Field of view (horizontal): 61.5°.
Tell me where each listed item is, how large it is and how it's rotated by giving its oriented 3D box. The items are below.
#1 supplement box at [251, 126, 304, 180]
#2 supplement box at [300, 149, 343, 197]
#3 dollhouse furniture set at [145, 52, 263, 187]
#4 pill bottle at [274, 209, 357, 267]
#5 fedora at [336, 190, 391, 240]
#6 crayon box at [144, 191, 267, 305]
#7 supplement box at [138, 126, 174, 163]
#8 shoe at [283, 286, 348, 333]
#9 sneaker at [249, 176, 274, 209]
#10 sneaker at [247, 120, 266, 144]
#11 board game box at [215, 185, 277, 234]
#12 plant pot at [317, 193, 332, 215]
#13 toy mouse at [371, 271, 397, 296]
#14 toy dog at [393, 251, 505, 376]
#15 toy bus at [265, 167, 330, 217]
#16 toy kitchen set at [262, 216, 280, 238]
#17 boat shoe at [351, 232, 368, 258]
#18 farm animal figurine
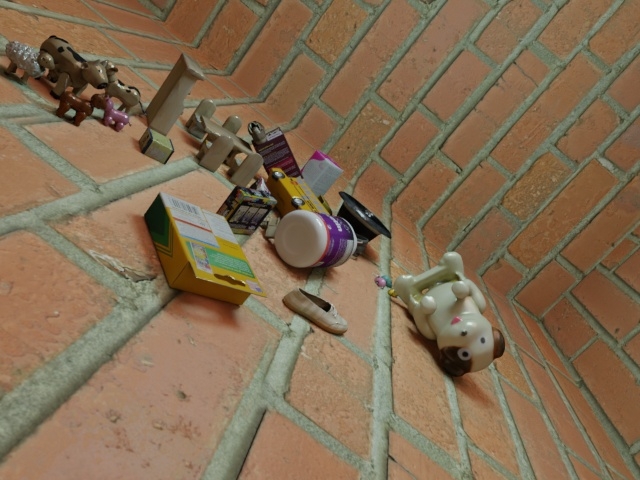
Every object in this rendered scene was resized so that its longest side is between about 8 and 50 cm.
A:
[{"bbox_3d":[-0.170,-0.321,2.173,0.239,0.130,0.073,66,-3,-39],"label":"supplement box"},{"bbox_3d":[-0.024,-0.267,2.354,0.114,0.220,0.111,18,27,-50],"label":"supplement box"},{"bbox_3d":[-0.395,-0.451,1.979,0.394,0.256,0.362,27,21,-35],"label":"dollhouse furniture set"},{"bbox_3d":[0.000,0.000,1.782,0.181,0.181,0.323,46,18,21],"label":"pill bottle"},{"bbox_3d":[0.155,-0.067,2.326,0.334,0.152,0.334,40,10,-8],"label":"fedora"},{"bbox_3d":[-0.278,0.034,1.275,0.203,0.083,0.323,23,22,-43],"label":"crayon box"},{"bbox_3d":[-0.511,-0.294,1.675,0.083,0.056,0.083,26,21,-39],"label":"supplement box"},{"bbox_3d":[0.000,0.195,1.490,0.219,0.058,0.076,31,19,-26],"label":"shoe"},{"bbox_3d":[-0.212,-0.162,1.979,0.077,0.072,0.178,43,20,-34],"label":"sneaker"},{"bbox_3d":[-0.253,-0.443,2.106,0.071,0.066,0.188,67,-5,-36],"label":"sneaker"},{"bbox_3d":[-0.226,-0.086,1.592,0.048,0.141,0.170,48,18,22],"label":"board game box"},{"bbox_3d":[0.005,-0.132,2.326,0.083,0.081,0.081,44,12,-31],"label":"plant pot"},{"bbox_3d":[0.260,0.167,2.162,0.161,0.031,0.143,16,29,-53],"label":"toy mouse"},{"bbox_3d":[0.475,0.304,1.948,0.408,0.285,0.395,-111,-177,-61],"label":"toy dog"},{"bbox_3d":[-0.090,-0.142,2.016,0.130,0.108,0.332,-3,40,-33],"label":"toy bus"},{"bbox_3d":[-0.168,-0.028,1.777,0.068,0.075,0.083,6,-27,11],"label":"toy kitchen set"},{"bbox_3d":[0.045,-0.049,2.153,0.335,0.095,0.112,33,18,-20],"label":"boat shoe"},{"bbox_3d":[-0.686,-0.477,1.573,0.327,0.172,0.330,37,17,-7],"label":"farm animal figurine"}]
